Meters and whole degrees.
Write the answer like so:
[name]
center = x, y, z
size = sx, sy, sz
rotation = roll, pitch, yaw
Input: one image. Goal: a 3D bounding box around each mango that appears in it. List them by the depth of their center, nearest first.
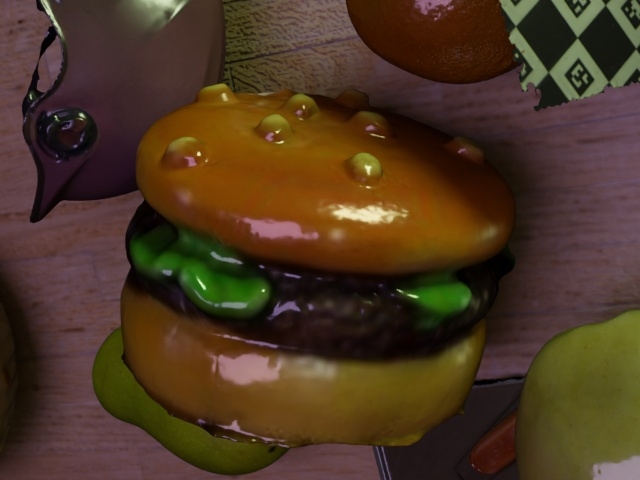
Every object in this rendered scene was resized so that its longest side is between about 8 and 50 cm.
[mango]
center = -0.145, 0.168, 1.764
size = 0.293, 0.143, 0.175
rotation = 12, 115, 38

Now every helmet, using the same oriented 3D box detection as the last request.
[helmet]
center = -0.201, -0.176, 1.651
size = 0.197, 0.271, 0.338
rotation = 5, 106, -4

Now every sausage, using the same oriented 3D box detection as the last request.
[sausage]
center = 0.203, 0.199, 1.604
size = 0.041, 0.039, 0.131
rotation = 49, 122, 3

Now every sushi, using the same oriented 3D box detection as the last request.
[sushi]
center = 0.222, -0.268, 1.385
size = 0.050, 0.264, 0.290
rotation = -15, 93, 55

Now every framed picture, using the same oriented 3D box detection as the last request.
[framed picture]
center = 0.179, 0.242, 1.662
size = 0.265, 0.018, 0.192
rotation = -10, 97, 32

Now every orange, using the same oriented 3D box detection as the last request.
[orange]
center = 0.122, -0.244, 1.465
size = 0.206, 0.206, 0.206
rotation = 8, 107, 28

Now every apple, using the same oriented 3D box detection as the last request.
[apple]
center = 0.310, 0.188, 1.444
size = 0.262, 0.262, 0.262
rotation = 8, 107, 28

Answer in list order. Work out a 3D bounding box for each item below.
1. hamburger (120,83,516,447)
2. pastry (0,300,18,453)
[hamburger]
center = 0.000, 0.000, 1.509
size = 0.396, 0.396, 0.277
rotation = 19, 112, 25
[pastry]
center = -0.567, 0.171, 1.904
size = 0.389, 0.312, 0.388
rotation = 8, 108, 24
